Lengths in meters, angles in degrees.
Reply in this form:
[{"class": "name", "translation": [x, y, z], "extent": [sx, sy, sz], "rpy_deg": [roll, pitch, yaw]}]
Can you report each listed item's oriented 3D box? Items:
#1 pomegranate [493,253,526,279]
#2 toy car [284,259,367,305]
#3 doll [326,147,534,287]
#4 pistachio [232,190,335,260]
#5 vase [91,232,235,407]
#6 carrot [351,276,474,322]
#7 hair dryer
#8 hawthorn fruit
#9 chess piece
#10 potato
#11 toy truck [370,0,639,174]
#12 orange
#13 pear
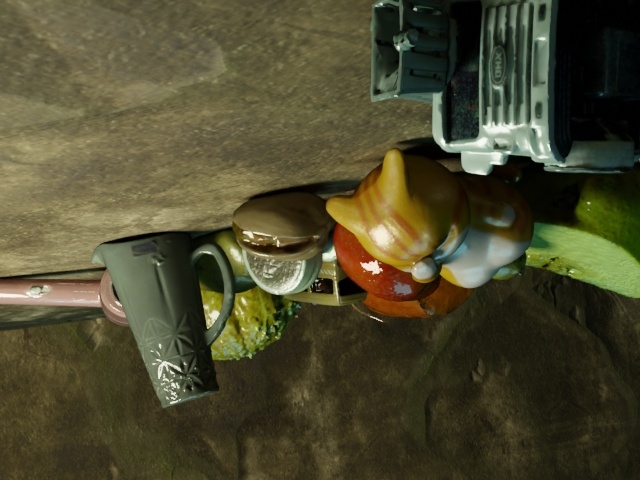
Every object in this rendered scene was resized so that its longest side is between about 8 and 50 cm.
[{"class": "pomegranate", "translation": [0.265, 0.017, 1.143], "extent": [0.073, 0.084, 0.073], "rpy_deg": [-10, 151, -6]}, {"class": "toy car", "translation": [-0.021, 0.062, 1.521], "extent": [0.101, 0.124, 0.257], "rpy_deg": [-6, -174, -41]}, {"class": "doll", "translation": [0.162, -0.028, 1.034], "extent": [0.270, 0.162, 0.166], "rpy_deg": [5, 138, -44]}, {"class": "pistachio", "translation": [-0.054, -0.024, 1.127], "extent": [0.149, 0.113, 0.113], "rpy_deg": [6, 173, 2]}, {"class": "vase", "translation": [-0.255, 0.128, 1.344], "extent": [0.251, 0.300, 0.156], "rpy_deg": [-20, 170, 13]}, {"class": "carrot", "translation": [0.160, 0.061, 1.547], "extent": [0.193, 0.214, 0.331], "rpy_deg": [16, 172, -41]}, {"class": "hair dryer", "translation": [-0.502, 0.106, 1.570], "extent": [0.353, 0.125, 0.210], "rpy_deg": [1, 170, -15]}, {"class": "hawthorn fruit", "translation": [0.102, -0.006, 1.230], "extent": [0.226, 0.196, 0.196], "rpy_deg": [22, -171, 29]}, {"class": "chess piece", "translation": [0.000, 0.000, 1.337], "extent": [0.139, 0.139, 0.272], "rpy_deg": [-14, -178, 37]}, {"class": "potato", "translation": [-0.167, 0.046, 1.470], "extent": [0.272, 0.111, 0.160], "rpy_deg": [-16, 167, 43]}, {"class": "toy truck", "translation": [0.189, -0.117, 0.566], "extent": [0.338, 0.132, 0.184], "rpy_deg": [-6, -171, -37]}, {"class": "orange", "translation": [-0.190, 0.156, 1.756], "extent": [0.300, 0.223, 0.301], "rpy_deg": [-19, 179, -1]}, {"class": "pear", "translation": [0.390, -0.045, 1.164], "extent": [0.292, 0.159, 0.292], "rpy_deg": [19, 167, 5]}]
